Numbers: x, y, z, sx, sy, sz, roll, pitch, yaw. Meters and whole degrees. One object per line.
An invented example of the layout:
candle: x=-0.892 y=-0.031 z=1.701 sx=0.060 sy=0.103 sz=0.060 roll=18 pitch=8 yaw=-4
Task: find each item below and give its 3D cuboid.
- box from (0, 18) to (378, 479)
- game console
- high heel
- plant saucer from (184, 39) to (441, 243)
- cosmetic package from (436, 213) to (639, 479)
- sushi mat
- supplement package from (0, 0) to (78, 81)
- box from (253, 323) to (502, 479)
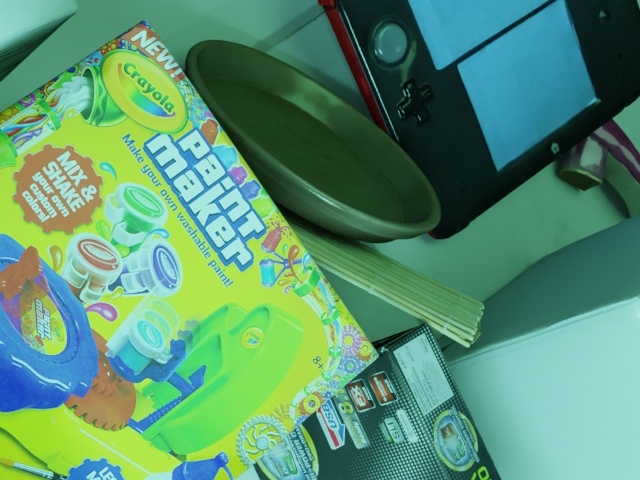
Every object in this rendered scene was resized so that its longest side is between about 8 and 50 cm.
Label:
box: x=-0.170 y=0.052 z=0.886 sx=0.279 sy=0.177 sz=0.290 roll=-39 pitch=100 yaw=-22
game console: x=0.194 y=-0.235 z=1.345 sx=0.386 sy=0.060 sz=0.342 roll=-34 pitch=108 yaw=-25
high heel: x=0.401 y=-0.090 z=1.557 sx=0.244 sy=0.082 sz=0.117 roll=22 pitch=68 yaw=-18
plant saucer: x=-0.011 y=-0.088 z=1.149 sx=0.277 sy=0.041 sz=0.278 roll=30 pitch=23 yaw=-14
cosmetic package: x=0.344 y=0.199 z=1.221 sx=0.329 sy=0.327 sz=0.394 roll=-33 pitch=94 yaw=-43
sushi mat: x=0.000 y=0.000 z=1.071 sx=0.316 sy=0.019 sz=0.151 roll=28 pitch=9 yaw=5
supplement package: x=-0.321 y=-0.183 z=0.892 sx=0.149 sy=0.203 sz=0.194 roll=-35 pitch=96 yaw=-43
box: x=0.056 y=0.224 z=1.040 sx=0.060 sy=0.216 sz=0.270 roll=-25 pitch=90 yaw=-45
